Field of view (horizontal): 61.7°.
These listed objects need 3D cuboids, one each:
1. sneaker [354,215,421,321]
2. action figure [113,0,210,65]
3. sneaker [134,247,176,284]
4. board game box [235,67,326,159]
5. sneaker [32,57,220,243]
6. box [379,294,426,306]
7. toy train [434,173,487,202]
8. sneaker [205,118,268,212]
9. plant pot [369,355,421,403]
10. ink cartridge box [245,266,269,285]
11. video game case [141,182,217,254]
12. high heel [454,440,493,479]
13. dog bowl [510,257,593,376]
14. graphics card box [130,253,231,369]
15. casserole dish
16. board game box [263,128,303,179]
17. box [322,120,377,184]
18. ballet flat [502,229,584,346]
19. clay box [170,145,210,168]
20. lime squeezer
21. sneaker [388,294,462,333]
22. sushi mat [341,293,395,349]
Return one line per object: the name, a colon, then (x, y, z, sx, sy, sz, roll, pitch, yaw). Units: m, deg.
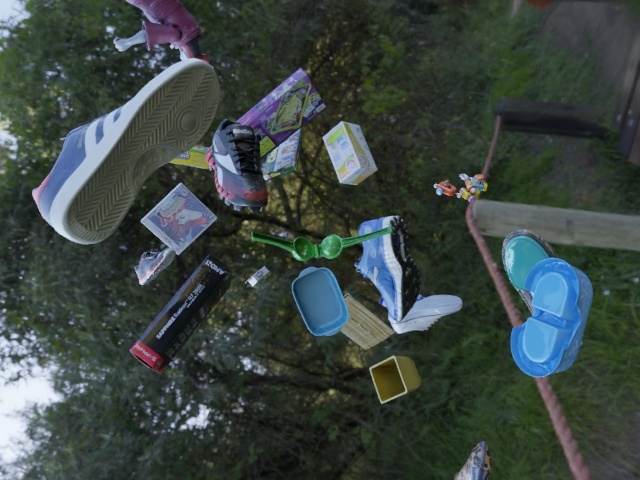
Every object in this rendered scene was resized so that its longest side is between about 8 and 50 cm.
sneaker: (0.185, 0.080, 1.515, 0.130, 0.147, 0.330, -39, -57, -45)
action figure: (-0.404, -0.614, 1.391, 0.370, 0.275, 0.248, 48, -148, -19)
sneaker: (-0.426, 0.053, 1.349, 0.158, 0.065, 0.061, -37, -4, 33)
board game box: (-0.155, -0.430, 1.899, 0.347, 0.056, 0.208, -38, -22, 5)
sneaker: (-0.308, -0.163, 0.838, 0.350, 0.148, 0.131, -52, -36, -20)
box: (0.319, 0.232, 2.072, 0.126, 0.137, 0.072, -1, -68, -63)
toy train: (0.421, -0.169, 1.582, 0.166, 0.125, 0.046, -30, -39, -39)
sneaker: (-0.173, -0.169, 1.142, 0.276, 0.097, 0.135, 58, 135, 46)
plant pot: (0.174, 0.302, 1.181, 0.083, 0.081, 0.081, 4, -122, -44)
ink cartridge box: (-0.228, 0.133, 1.927, 0.083, 0.028, 0.048, -39, -6, -38)
video game case: (-0.511, -0.077, 1.944, 0.201, 0.183, 0.023, -43, 20, 2)
high heel: (0.472, 0.685, 1.634, 0.261, 0.093, 0.186, 43, -120, -79)
dog bowl: (0.578, 0.194, 1.336, 0.166, 0.074, 0.297, 23, 101, 65)
graphics card box: (-0.425, 0.234, 1.682, 0.371, 0.094, 0.233, -52, -4, -19)
casserole dish: (-0.002, 0.150, 1.350, 0.037, 0.114, 0.188, -135, 22, -74)
board game box: (-0.144, -0.339, 2.089, 0.030, 0.136, 0.260, 57, -155, -37)
box: (0.109, -0.323, 1.996, 0.103, 0.114, 0.203, 0, -116, -47)
ballet flat: (0.717, 0.137, 1.721, 0.483, 0.164, 0.182, 59, -140, -18)
clay box: (-0.364, -0.230, 1.414, 0.127, 0.222, 0.053, -117, 35, -76)
lime squeezer: (0.000, 0.000, 1.202, 0.110, 0.310, 0.059, 99, 165, -47)
sneaker: (0.369, 0.260, 1.872, 0.094, 0.258, 0.091, -81, -26, -63)
sushi mat: (0.145, 0.319, 2.070, 0.316, 0.151, 0.019, 41, -157, -35)
